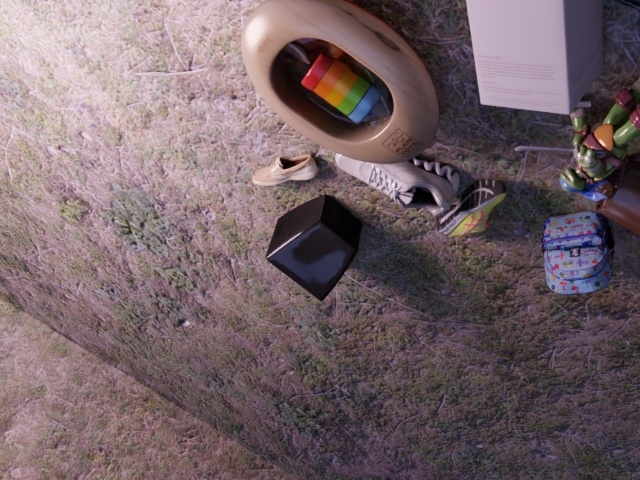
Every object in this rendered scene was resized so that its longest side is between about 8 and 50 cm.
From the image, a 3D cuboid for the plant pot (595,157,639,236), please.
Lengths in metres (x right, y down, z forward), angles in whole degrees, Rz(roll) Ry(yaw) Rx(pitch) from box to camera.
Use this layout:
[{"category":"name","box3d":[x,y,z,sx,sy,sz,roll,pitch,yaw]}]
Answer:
[{"category":"plant pot","box3d":[0.672,-0.080,1.499,0.165,0.167,0.167,27,137,5]}]

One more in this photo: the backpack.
[{"category":"backpack","box3d":[0.571,0.034,1.630,0.158,0.173,0.117,-6,130,27]}]

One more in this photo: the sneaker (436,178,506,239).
[{"category":"sneaker","box3d":[0.365,-0.068,1.688,0.094,0.082,0.208,28,143,-17]}]

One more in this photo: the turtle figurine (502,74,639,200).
[{"category":"turtle figurine","box3d":[0.512,-0.225,1.373,0.275,0.198,0.266,48,117,5]}]

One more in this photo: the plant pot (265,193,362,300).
[{"category":"plant pot","box3d":[0.000,0.000,1.826,0.187,0.188,0.167,39,121,-17]}]

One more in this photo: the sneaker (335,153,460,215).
[{"category":"sneaker","box3d":[0.169,-0.143,1.654,0.291,0.118,0.110,19,138,5]}]

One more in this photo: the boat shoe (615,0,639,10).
[{"category":"boat shoe","box3d":[0.617,-0.412,1.216,0.339,0.113,0.127,17,138,5]}]

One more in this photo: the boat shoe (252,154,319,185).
[{"category":"boat shoe","box3d":[-0.090,-0.176,1.764,0.169,0.063,0.059,-8,127,15]}]

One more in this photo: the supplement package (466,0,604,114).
[{"category":"supplement package","box3d":[0.372,-0.394,1.255,0.177,0.175,0.293,16,141,35]}]

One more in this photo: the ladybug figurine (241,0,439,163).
[{"category":"ladybug figurine","box3d":[0.055,-0.333,1.475,0.449,0.162,0.305,36,134,-14]}]
